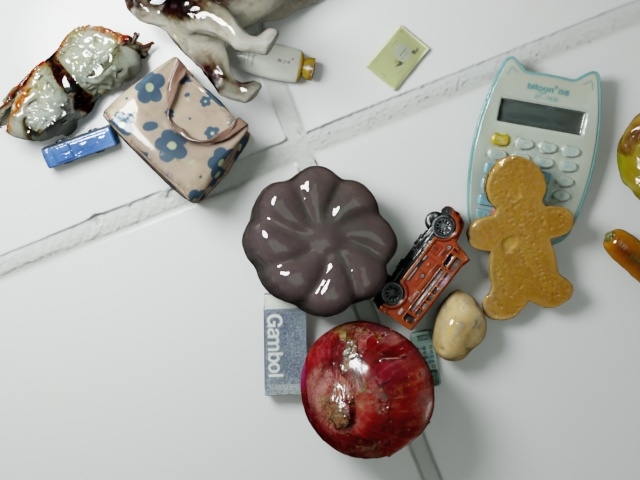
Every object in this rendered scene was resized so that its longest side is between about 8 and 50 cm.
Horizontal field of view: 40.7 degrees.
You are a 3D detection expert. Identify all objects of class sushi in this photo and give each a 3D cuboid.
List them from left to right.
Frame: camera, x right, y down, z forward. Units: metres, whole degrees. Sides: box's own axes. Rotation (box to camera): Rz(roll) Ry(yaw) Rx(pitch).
[{"bbox_3d":[-0.479,-0.307,1.684,0.332,0.124,0.130,-43,85,3],"label":"sushi"}]

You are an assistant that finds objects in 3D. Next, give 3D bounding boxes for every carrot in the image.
[{"bbox_3d":[0.676,0.056,1.801,0.225,0.067,0.067,41,92,-7],"label":"carrot"}]

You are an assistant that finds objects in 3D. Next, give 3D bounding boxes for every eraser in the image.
[{"bbox_3d":[-0.072,0.214,1.791,0.092,0.046,0.212,-1,95,-4],"label":"eraser"}]

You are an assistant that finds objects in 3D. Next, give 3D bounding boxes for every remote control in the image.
[{"bbox_3d":[0.222,0.251,1.822,0.053,0.018,0.124,-8,96,-1],"label":"remote control"}]

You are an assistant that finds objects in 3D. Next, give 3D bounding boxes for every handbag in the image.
[{"bbox_3d":[-0.270,-0.217,1.675,0.251,0.190,0.193,45,85,-4],"label":"handbag"}]

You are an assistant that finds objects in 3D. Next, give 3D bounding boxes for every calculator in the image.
[{"bbox_3d":[0.434,-0.169,1.775,0.256,0.054,0.386,9,96,-4],"label":"calculator"}]

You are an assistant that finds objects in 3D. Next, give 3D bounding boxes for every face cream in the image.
[{"bbox_3d":[-0.101,-0.361,1.731,0.182,0.051,0.072,11,91,-5],"label":"face cream"}]

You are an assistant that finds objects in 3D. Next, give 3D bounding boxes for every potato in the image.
[{"bbox_3d":[0.285,0.179,1.777,0.112,0.112,0.147,15,100,-4],"label":"potato"}]

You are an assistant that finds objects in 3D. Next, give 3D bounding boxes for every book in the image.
[{"bbox_3d":[0.157,-0.373,1.760,0.077,0.014,0.111,39,93,-6],"label":"book"}]

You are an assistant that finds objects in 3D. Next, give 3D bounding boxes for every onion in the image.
[{"bbox_3d":[0.087,0.295,1.707,0.276,0.276,0.276,0,96,-3],"label":"onion"}]

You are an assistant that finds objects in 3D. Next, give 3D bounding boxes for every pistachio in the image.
[{"bbox_3d":[0.673,-0.168,1.767,0.110,0.100,0.189,-11,87,-24],"label":"pistachio"}]

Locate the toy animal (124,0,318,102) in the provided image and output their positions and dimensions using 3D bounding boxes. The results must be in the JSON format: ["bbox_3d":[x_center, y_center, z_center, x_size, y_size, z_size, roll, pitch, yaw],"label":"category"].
[{"bbox_3d":[-0.176,-0.484,1.631,0.302,0.194,0.344,29,66,0],"label":"toy animal"}]

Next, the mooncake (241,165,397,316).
[{"bbox_3d":[0.000,0.000,1.703,0.306,0.154,0.306,1,84,-10],"label":"mooncake"}]

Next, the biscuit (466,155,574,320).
[{"bbox_3d":[0.408,-0.010,1.760,0.216,0.047,0.340,-14,105,3],"label":"biscuit"}]

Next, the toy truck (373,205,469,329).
[{"bbox_3d":[0.216,0.053,1.759,0.114,0.107,0.253,38,94,-6],"label":"toy truck"}]

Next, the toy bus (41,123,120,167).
[{"bbox_3d":[-0.482,-0.189,1.726,0.153,0.061,0.051,-19,101,-2],"label":"toy bus"}]
